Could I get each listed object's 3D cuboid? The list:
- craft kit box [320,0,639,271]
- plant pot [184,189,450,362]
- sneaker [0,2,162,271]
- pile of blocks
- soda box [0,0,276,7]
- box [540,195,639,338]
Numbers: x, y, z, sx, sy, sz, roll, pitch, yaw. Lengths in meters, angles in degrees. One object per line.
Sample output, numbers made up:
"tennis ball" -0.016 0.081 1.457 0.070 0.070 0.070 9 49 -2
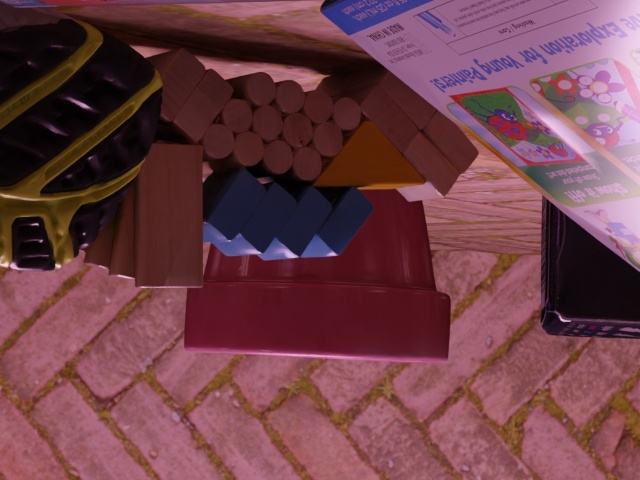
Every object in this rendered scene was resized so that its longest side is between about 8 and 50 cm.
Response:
"craft kit box" 0.146 -0.049 0.734 0.246 0.061 0.250 41 165 -14
"plant pot" 0.000 0.000 1.470 0.201 0.180 0.201 2 175 0
"sneaker" -0.209 -0.083 0.751 0.147 0.145 0.385 29 176 24
"pile of blocks" -0.084 -0.042 1.163 0.362 0.149 0.112 5 175 -31
"soda box" -0.042 -0.117 0.676 0.183 0.063 0.058 1 176 23
"box" 0.248 -0.031 0.959 0.270 0.165 0.143 2 175 4
